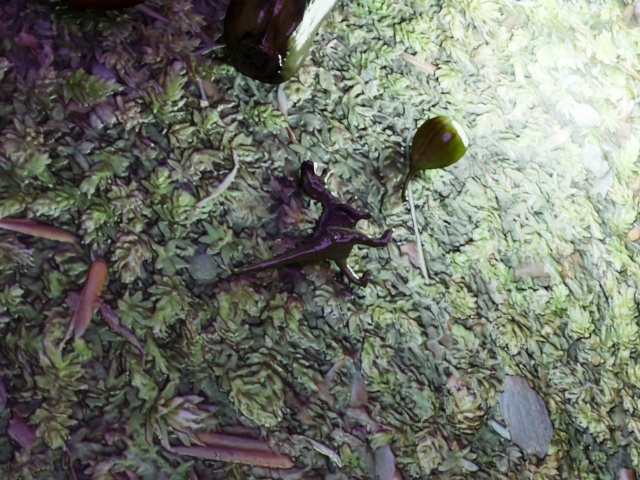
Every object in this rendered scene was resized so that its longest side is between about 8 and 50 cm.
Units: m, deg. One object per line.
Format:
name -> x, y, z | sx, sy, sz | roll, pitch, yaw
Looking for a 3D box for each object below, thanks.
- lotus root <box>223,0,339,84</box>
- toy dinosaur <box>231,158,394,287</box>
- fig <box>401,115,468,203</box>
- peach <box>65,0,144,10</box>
lotus root -> -0.062, -0.372, 1.996 | 0.152, 0.160, 0.275 | 24, 53, 9
toy dinosaur -> -0.001, 0.001, 1.923 | 0.200, 0.072, 0.251 | 29, 67, -4
fig -> 0.181, -0.144, 2.073 | 0.093, 0.093, 0.166 | 47, 54, -4
peach -> -0.335, -0.468, 1.831 | 0.281, 0.281, 0.238 | 26, 14, -18
